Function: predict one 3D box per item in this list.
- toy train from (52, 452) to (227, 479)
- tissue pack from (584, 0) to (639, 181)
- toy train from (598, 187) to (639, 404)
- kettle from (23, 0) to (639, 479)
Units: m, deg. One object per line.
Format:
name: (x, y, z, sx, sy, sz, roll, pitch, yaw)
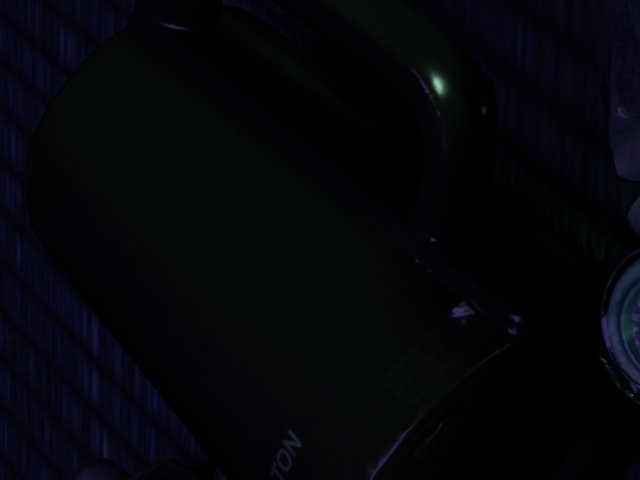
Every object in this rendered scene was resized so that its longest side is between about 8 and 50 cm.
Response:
toy train: (-0.041, 0.252, 1.074, 0.307, 0.173, 0.249, 26, 122, 39)
tissue pack: (0.176, -0.207, 0.736, 0.228, 0.103, 0.315, 132, 142, -50)
toy train: (0.253, 0.053, 0.783, 0.194, 0.120, 0.298, -51, 62, 31)
kettle: (-0.010, 0.011, 0.950, 0.203, 0.262, 0.308, -40, 55, -8)
